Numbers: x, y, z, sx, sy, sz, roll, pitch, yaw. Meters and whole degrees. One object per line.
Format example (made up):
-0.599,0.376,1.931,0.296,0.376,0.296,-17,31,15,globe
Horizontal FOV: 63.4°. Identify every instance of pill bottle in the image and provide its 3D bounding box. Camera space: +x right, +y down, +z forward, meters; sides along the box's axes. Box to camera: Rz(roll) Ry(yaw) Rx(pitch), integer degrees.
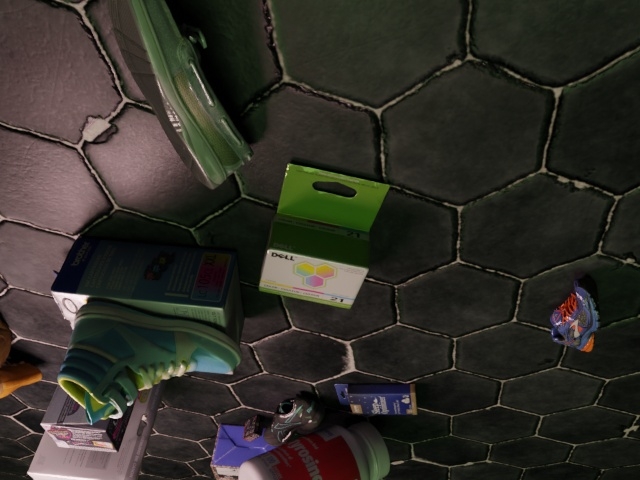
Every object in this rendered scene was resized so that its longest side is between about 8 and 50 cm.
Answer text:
-0.009,0.677,1.494,0.408,0.229,0.229,-12,148,-31,pill bottle

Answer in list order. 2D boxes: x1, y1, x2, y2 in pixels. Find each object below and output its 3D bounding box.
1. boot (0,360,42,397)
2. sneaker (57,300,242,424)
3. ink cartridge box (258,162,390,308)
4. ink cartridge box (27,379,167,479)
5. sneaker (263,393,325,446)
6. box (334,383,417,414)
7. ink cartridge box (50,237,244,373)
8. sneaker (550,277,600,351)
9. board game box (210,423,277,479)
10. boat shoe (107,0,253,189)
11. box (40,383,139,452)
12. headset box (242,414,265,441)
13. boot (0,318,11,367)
-0.953,0.391,1.444,0.295,0.104,0.211,1,180,21,boot
-0.314,0.247,0.947,0.319,0.208,0.127,14,136,-9,sneaker
0.000,0.000,0.937,0.189,0.097,0.255,12,139,-6,ink cartridge box
-0.585,0.516,1.424,0.272,0.309,0.130,8,139,-1,ink cartridge box
-0.100,0.535,1.567,0.106,0.101,0.267,40,125,-13,sneaker
0.158,0.451,1.468,0.225,0.036,0.136,-3,138,12,box
-0.374,0.141,1.099,0.395,0.151,0.270,4,138,0,ink cartridge box
0.522,0.159,1.067,0.087,0.083,0.221,0,135,19,sneaker
-0.232,0.764,1.785,0.232,0.141,0.291,4,138,2,board game box
-0.186,-0.217,0.722,0.118,0.103,0.320,34,155,42,boat shoe
-0.568,0.386,1.324,0.163,0.247,0.142,6,137,0,box
-0.216,0.603,1.663,0.032,0.062,0.083,28,133,-22,headset box
-0.916,0.231,1.307,0.203,0.095,0.262,10,137,-5,boot
